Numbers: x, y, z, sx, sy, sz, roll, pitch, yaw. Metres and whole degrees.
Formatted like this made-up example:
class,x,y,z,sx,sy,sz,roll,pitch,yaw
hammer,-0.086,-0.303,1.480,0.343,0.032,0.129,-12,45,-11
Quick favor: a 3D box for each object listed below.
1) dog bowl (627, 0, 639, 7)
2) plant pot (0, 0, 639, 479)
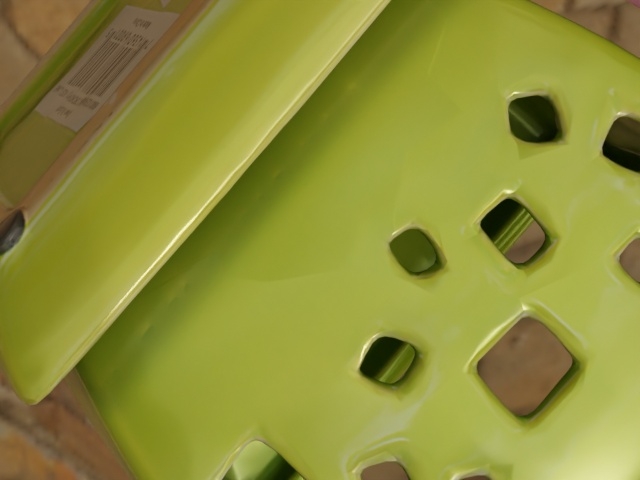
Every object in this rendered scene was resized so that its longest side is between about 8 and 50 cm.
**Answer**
class,x,y,z,sx,sy,sz,roll,pitch,yaw
dog bowl,0.230,-0.288,1.095,0.150,0.408,0.408,-48,150,-18
plant pot,0.000,0.000,0.623,0.207,0.228,0.227,42,87,-20
